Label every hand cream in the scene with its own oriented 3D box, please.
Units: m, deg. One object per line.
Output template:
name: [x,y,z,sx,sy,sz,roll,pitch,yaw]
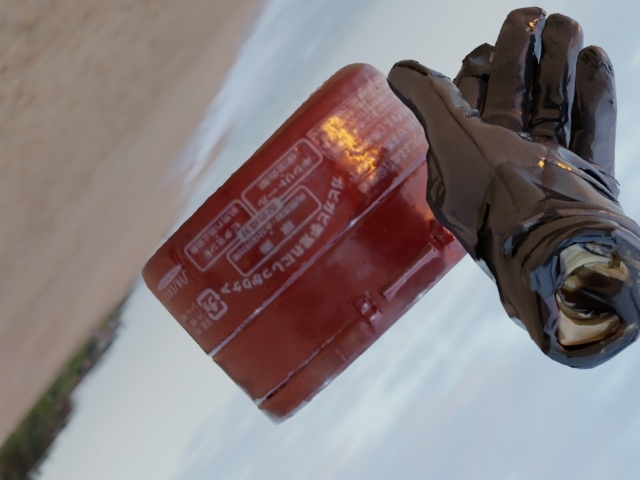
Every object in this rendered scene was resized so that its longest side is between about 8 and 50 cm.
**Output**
hand cream: [0.000,0.000,1.239,0.230,0.149,0.230,-44,-178,2]

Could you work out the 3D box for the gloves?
gloves: [0.112,-0.037,1.021,0.285,0.142,0.119,-92,-153,-52]
